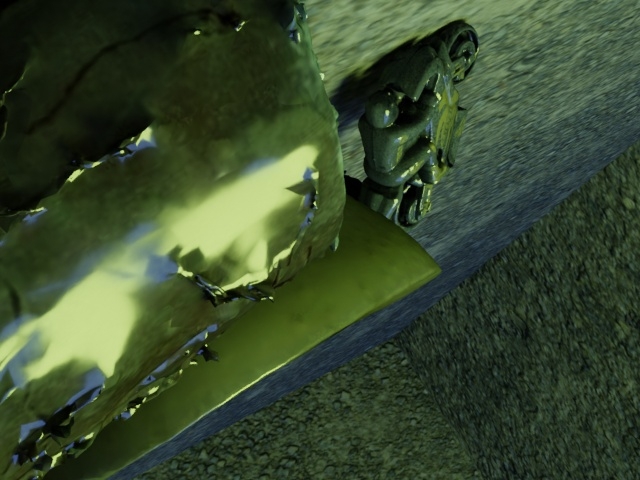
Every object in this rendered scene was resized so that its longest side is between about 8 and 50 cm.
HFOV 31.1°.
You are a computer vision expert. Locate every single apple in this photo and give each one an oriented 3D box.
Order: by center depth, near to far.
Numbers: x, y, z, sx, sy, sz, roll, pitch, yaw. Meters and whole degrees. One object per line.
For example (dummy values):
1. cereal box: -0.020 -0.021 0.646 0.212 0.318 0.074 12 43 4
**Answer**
1. apple: -0.102 0.092 0.842 0.360 0.320 0.312 -29 131 -46

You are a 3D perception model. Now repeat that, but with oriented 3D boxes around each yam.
1. yam: -0.173 0.002 0.380 0.348 0.241 0.241 -35 170 -16

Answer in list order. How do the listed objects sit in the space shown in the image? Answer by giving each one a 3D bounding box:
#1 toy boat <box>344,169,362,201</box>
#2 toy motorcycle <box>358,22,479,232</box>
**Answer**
1. toy boat: -0.005 0.003 1.105 0.140 0.141 0.269 -32 170 -1
2. toy motorcycle: 0.074 -0.091 0.960 0.124 0.061 0.193 -4 116 -51
